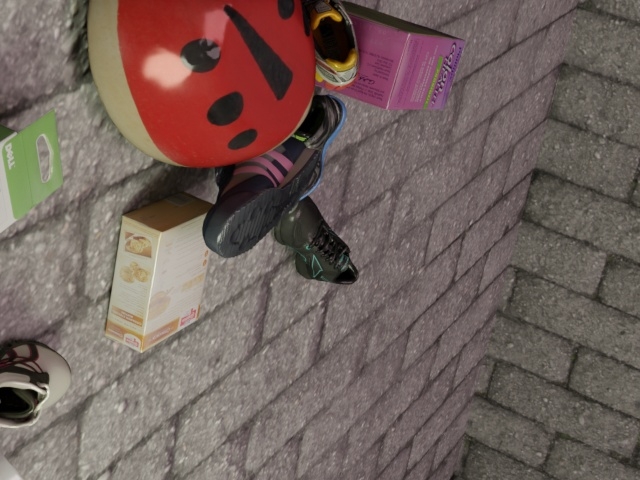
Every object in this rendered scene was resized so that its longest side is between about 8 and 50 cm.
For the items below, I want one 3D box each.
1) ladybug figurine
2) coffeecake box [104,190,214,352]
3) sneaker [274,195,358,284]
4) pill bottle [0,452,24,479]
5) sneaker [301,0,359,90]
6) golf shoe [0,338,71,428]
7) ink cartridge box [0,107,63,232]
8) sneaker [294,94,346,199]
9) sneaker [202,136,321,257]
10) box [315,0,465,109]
[{"bbox_3d":[-0.126,-0.235,1.415,0.305,0.162,0.449,-64,157,-5],"label":"ladybug figurine"},{"bbox_3d":[-0.220,0.042,1.589,0.142,0.068,0.185,-30,138,-58],"label":"coffeecake box"},{"bbox_3d":[0.000,0.000,1.997,0.101,0.106,0.267,-59,155,-14],"label":"sneaker"},{"bbox_3d":[-0.455,0.347,1.178,0.323,0.181,0.181,-45,149,-33],"label":"pill bottle"},{"bbox_3d":[-0.001,-0.322,1.570,0.088,0.225,0.093,-26,177,-8],"label":"sneaker"},{"bbox_3d":[-0.363,0.183,1.343,0.273,0.120,0.105,10,100,-68],"label":"golf shoe"},{"bbox_3d":[-0.363,-0.056,1.186,0.209,0.062,0.109,-46,150,-41],"label":"ink cartridge box"},{"bbox_3d":[-0.024,-0.153,1.869,0.078,0.067,0.188,20,95,-46],"label":"sneaker"},{"bbox_3d":[-0.113,-0.075,1.600,0.112,0.131,0.319,-66,170,26],"label":"sneaker"},{"bbox_3d":[0.071,-0.285,1.739,0.243,0.213,0.117,-16,125,-63],"label":"box"}]
